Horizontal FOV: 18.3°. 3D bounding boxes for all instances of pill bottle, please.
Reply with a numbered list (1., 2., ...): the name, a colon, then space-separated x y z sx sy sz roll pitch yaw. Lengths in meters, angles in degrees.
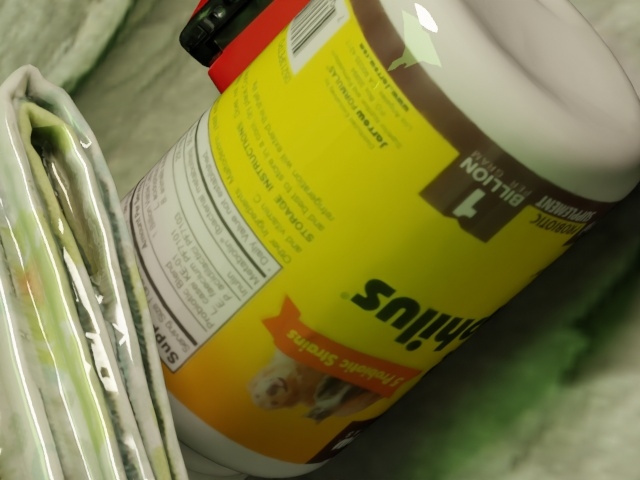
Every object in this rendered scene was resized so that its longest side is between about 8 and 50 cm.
1. pill bottle: 0.000 0.000 0.674 0.215 0.117 0.117 -44 44 27

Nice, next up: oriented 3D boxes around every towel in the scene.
1. towel: -0.139 0.168 0.685 0.374 0.090 0.320 -53 44 46

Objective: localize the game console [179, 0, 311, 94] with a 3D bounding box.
1. game console: 0.022 -0.105 0.782 0.144 0.085 0.124 -41 15 28
